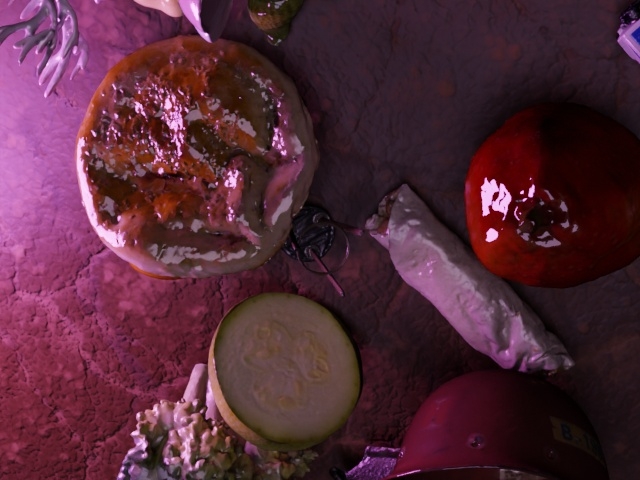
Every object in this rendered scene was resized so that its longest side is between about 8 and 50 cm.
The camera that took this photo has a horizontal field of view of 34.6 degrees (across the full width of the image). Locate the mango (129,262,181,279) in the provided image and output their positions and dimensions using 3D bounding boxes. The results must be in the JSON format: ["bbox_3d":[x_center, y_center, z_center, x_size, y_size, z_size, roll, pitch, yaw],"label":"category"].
[{"bbox_3d":[-0.193,-0.027,1.605,0.253,0.113,0.138,-36,97,13],"label":"mango"}]

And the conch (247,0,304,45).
[{"bbox_3d":[-0.068,-0.346,1.497,0.089,0.074,0.121,37,135,29],"label":"conch"}]

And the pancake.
[{"bbox_3d":[-0.191,-0.125,1.512,0.386,0.082,0.387,-1,85,14],"label":"pancake"}]

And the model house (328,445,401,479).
[{"bbox_3d":[0.128,0.410,1.729,0.152,0.106,0.165,-40,136,9],"label":"model house"}]

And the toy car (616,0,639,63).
[{"bbox_3d":[0.479,-0.259,1.422,0.080,0.070,0.171,-40,100,21],"label":"toy car"}]

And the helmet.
[{"bbox_3d":[0.270,0.311,1.565,0.385,0.230,0.337,31,144,-30],"label":"helmet"}]

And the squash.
[{"bbox_3d":[-0.053,0.201,1.610,0.252,0.252,0.049,34,146,-4],"label":"squash"}]

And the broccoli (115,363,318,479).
[{"bbox_3d":[-0.199,0.349,1.677,0.293,0.281,0.348,-11,146,34],"label":"broccoli"}]

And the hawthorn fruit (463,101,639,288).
[{"bbox_3d":[0.314,-0.053,1.402,0.265,0.307,0.265,10,111,28],"label":"hawthorn fruit"}]

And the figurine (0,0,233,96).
[{"bbox_3d":[-0.295,-0.343,1.440,0.315,0.206,0.284,11,86,12],"label":"figurine"}]

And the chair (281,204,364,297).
[{"bbox_3d":[-0.001,0.001,1.546,0.095,0.221,0.104,-43,108,-5],"label":"chair"}]

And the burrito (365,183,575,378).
[{"bbox_3d":[0.227,0.081,1.592,0.392,0.076,0.117,45,117,-6],"label":"burrito"}]
